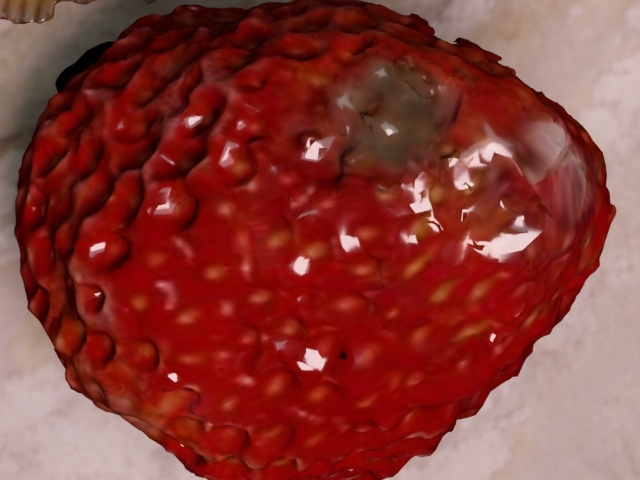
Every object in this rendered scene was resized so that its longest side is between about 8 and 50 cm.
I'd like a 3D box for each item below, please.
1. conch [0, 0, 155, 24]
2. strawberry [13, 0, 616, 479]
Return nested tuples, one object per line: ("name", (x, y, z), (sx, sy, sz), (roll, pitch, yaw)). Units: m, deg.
("conch", (-0.161, -0.196, 1.021), (0.245, 0.163, 0.178), (-10, 116, 20))
("strawberry", (-0.011, 0.007, 1.002), (0.292, 0.310, 0.292), (-3, 103, -14))
